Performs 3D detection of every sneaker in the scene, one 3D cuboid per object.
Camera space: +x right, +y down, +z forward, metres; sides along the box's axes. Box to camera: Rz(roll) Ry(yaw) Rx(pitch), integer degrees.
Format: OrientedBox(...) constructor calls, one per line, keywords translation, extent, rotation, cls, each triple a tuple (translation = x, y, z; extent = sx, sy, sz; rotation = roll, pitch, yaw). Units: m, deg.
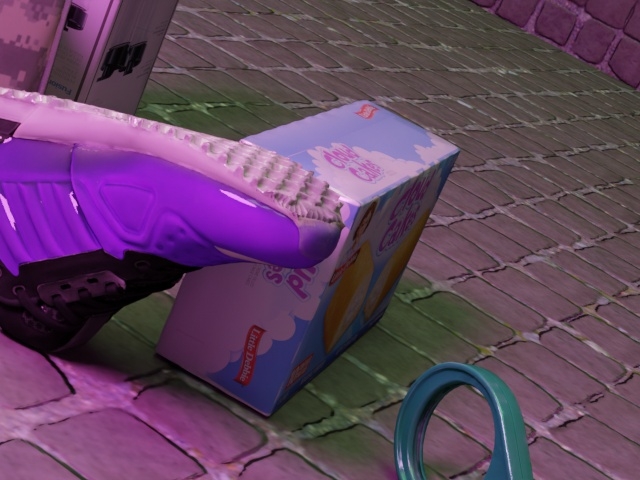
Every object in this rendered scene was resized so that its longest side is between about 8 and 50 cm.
OrientedBox(translation=(-0.119, 0.000, 0.887), extent=(0.293, 0.146, 0.102), rotation=(16, 4, 33), cls="sneaker")

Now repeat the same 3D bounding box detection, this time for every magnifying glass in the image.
OrientedBox(translation=(0.105, 0.160, 0.859), extent=(0.026, 0.092, 0.231), rotation=(17, 29, -35), cls="magnifying glass")

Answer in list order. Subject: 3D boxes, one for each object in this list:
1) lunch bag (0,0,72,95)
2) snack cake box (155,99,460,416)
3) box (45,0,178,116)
OrientedBox(translation=(-0.354, -0.194, 1.071), extent=(0.305, 0.212, 0.256), rotation=(14, 4, -32), cls="lunch bag")
OrientedBox(translation=(0.000, 0.000, 1.043), extent=(0.089, 0.152, 0.264), rotation=(29, 18, 11), cls="snack cake box")
OrientedBox(translation=(-0.168, -0.224, 1.238), extent=(0.087, 0.290, 0.169), rotation=(25, 19, 6), cls="box")
